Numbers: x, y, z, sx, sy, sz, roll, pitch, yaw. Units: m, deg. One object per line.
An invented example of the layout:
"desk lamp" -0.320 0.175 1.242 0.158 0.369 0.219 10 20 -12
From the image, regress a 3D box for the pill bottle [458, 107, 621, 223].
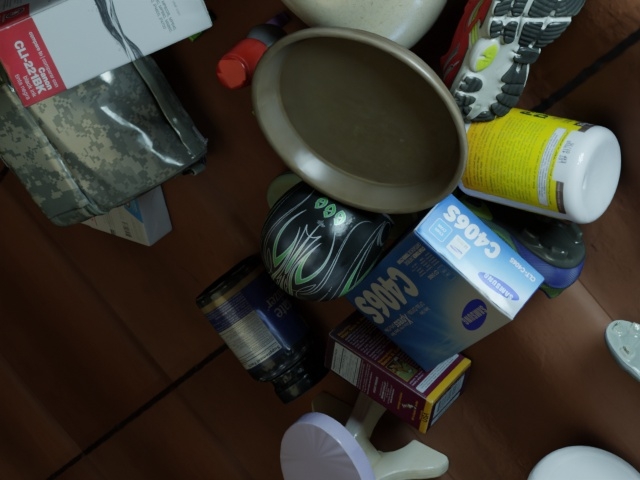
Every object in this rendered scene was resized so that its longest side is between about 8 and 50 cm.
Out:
"pill bottle" 0.240 -0.097 1.711 0.215 0.117 0.117 17 132 35

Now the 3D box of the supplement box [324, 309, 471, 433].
"supplement box" 0.111 0.181 2.095 0.188 0.104 0.081 32 141 22

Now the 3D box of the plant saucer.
"plant saucer" 0.049 -0.145 1.694 0.278 0.041 0.278 18 140 16

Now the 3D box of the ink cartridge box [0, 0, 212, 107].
"ink cartridge box" -0.293 -0.302 1.904 0.197 0.273 0.114 -116 1 -67

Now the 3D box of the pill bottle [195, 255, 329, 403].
"pill bottle" -0.086 0.143 2.249 0.219 0.123 0.123 53 143 -5

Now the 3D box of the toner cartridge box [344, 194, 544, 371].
"toner cartridge box" 0.153 0.063 1.888 0.165 0.075 0.348 41 159 1

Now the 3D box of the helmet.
"helmet" 0.000 0.000 1.872 0.169 0.161 0.169 41 177 3

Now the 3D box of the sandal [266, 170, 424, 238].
"sandal" 0.028 -0.039 2.002 0.302 0.086 0.120 -3 119 47

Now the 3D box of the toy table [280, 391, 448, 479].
"toy table" 0.055 0.340 2.245 0.252 0.161 0.274 33 141 21

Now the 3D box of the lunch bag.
"lunch bag" -0.337 -0.196 2.139 0.256 0.212 0.305 -18 112 33

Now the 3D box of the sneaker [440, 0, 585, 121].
"sneaker" 0.206 -0.264 1.620 0.279 0.107 0.118 -57 36 39

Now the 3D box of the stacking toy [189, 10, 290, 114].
"stacking toy" -0.091 -0.269 1.954 0.167 0.052 0.221 52 144 -3

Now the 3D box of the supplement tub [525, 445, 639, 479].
"supplement tub" 0.342 0.431 2.005 0.191 0.191 0.272 37 141 16

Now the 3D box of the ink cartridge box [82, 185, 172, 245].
"ink cartridge box" -0.339 -0.067 2.374 0.180 0.060 0.104 17 133 35

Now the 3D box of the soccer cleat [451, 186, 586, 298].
"soccer cleat" 0.205 -0.026 1.830 0.289 0.093 0.121 35 143 18

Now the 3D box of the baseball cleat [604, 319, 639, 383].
"baseball cleat" 0.433 0.190 1.805 0.206 0.072 0.109 41 149 17

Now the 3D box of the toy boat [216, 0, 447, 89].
"toy boat" -0.006 -0.307 1.750 0.267 0.148 0.318 47 121 -1
